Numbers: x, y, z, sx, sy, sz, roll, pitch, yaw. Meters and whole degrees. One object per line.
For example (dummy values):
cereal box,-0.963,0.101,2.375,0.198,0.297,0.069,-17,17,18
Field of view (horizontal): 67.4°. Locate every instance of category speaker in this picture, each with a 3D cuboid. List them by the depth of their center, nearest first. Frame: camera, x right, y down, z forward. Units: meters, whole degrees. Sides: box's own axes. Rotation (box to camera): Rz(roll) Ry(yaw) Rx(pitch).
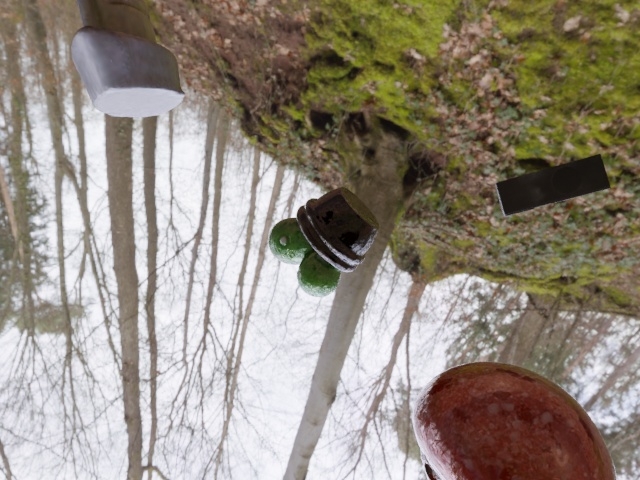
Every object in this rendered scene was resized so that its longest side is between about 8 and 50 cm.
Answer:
speaker,0.508,-0.119,1.062,0.218,0.082,0.044,-15,176,19

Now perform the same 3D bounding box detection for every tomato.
tomato,0.253,0.294,0.638,0.227,0.270,0.270,-19,-141,-4

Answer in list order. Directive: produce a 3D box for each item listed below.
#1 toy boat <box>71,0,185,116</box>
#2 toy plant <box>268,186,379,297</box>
toy boat,-0.254,-0.281,0.602,0.111,0.293,0.276,-15,175,-4
toy plant,0.000,0.000,1.035,0.175,0.235,0.218,24,-151,-49
